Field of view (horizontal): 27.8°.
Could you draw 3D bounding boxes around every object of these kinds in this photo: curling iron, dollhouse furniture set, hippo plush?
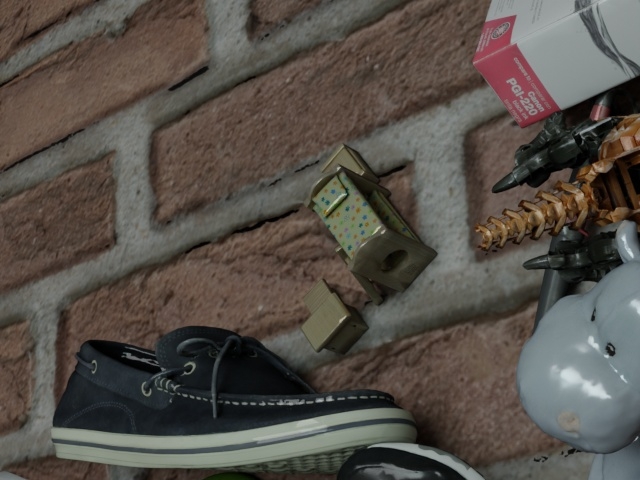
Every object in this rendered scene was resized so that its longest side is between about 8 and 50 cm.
[{"bbox_3d":[0.245,-0.018,1.216,0.035,0.068,0.274,15,89,42],"label":"curling iron"},{"bbox_3d":[0.000,0.000,1.384,0.161,0.101,0.182,-49,49,16],"label":"dollhouse furniture set"},{"bbox_3d":[0.290,0.121,0.995,0.294,0.236,0.234,-34,54,27],"label":"hippo plush"}]

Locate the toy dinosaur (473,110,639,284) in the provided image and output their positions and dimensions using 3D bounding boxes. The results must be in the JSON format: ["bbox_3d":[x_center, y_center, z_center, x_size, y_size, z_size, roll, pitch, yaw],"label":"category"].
[{"bbox_3d":[0.260,-0.059,1.065,0.218,0.321,0.164,156,116,-62],"label":"toy dinosaur"}]

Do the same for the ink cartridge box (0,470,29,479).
[{"bbox_3d":[-0.256,0.430,1.331,0.384,0.160,0.279,8,110,42],"label":"ink cartridge box"}]

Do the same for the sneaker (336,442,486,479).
[{"bbox_3d":[0.117,0.274,1.097,0.283,0.124,0.107,30,117,23],"label":"sneaker"}]

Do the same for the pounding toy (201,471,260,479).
[{"bbox_3d":[-0.125,0.352,1.354,0.183,0.110,0.237,-34,54,27],"label":"pounding toy"}]

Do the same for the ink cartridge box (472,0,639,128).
[{"bbox_3d":[0.266,-0.217,1.203,0.217,0.092,0.159,-25,27,33],"label":"ink cartridge box"}]

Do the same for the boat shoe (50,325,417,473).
[{"bbox_3d":[-0.110,0.167,1.365,0.500,0.186,0.156,-5,77,45],"label":"boat shoe"}]
